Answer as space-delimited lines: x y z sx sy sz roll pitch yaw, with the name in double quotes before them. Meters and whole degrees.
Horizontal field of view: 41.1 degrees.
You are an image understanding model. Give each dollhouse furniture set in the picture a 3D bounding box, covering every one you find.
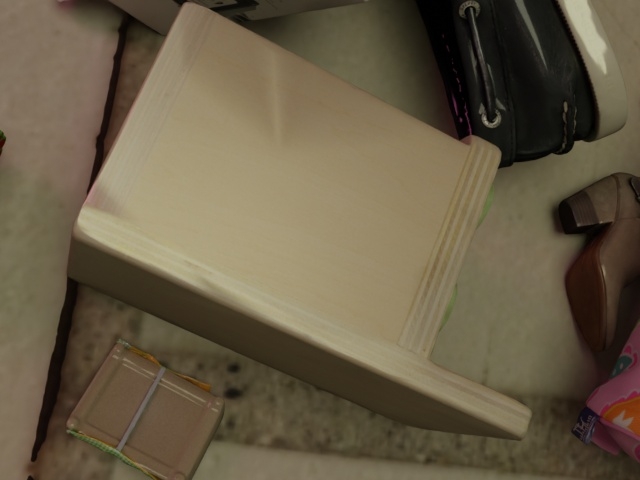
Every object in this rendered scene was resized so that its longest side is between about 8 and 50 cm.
"dollhouse furniture set" -0.117 0.139 0.470 0.076 0.058 0.151 28 55 -4

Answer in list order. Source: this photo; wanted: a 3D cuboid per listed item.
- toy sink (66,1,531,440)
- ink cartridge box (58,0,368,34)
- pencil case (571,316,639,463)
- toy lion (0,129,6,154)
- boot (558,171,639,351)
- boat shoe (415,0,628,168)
"toy sink" 0.000 0.000 0.459 0.234 0.153 0.131 26 75 -11
"ink cartridge box" -0.060 -0.182 0.486 0.060 0.180 0.104 22 71 -59
"pencil case" 0.271 0.023 0.531 0.124 0.124 0.284 29 88 -11
"toy lion" -0.202 -0.016 0.439 0.034 0.096 0.100 36 114 -9
"boot" 0.211 0.011 0.582 0.087 0.042 0.118 -7 84 -20
"boat shoe" 0.061 -0.196 0.526 0.113 0.127 0.340 -27 95 1
